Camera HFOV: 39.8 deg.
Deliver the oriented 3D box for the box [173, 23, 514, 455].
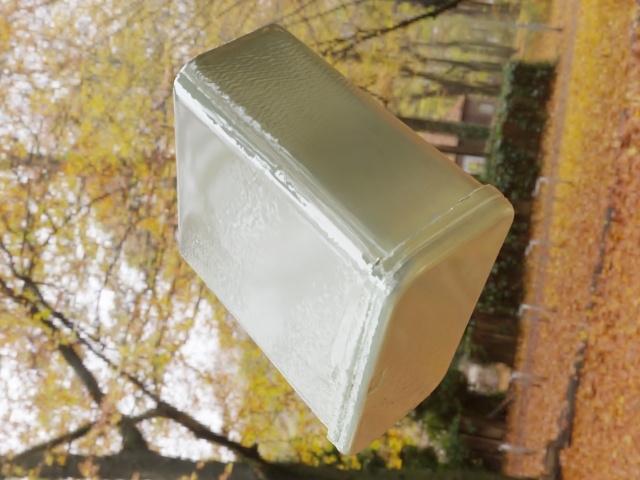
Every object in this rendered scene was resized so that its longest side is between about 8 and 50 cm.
[{"bbox_3d":[0.000,0.000,0.975,0.177,0.344,0.352,-30,-29,-27],"label":"box"}]
